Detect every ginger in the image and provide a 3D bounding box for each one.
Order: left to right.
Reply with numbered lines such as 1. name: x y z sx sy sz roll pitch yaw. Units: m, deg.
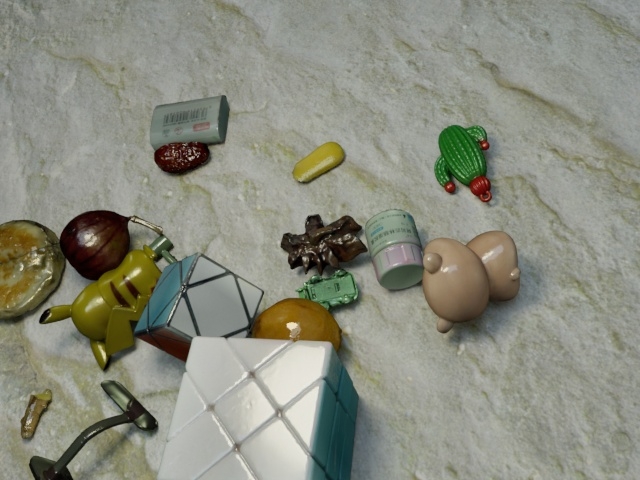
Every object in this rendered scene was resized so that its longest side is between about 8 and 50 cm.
1. ginger: -0.736 0.441 1.832 0.057 0.044 0.137 16 64 4

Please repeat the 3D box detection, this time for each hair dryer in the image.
1. hair dryer: -0.420 0.052 1.998 0.071 0.047 0.150 -44 68 -9

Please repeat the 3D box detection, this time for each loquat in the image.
1. loquat: -0.063 0.233 1.702 0.234 0.176 0.187 5 43 15

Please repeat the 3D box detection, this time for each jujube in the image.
1. jujube: -0.418 -0.251 2.149 0.165 0.104 0.104 -8 57 9

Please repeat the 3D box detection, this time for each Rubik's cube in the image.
1. Rubik's cube: -0.294 0.176 1.733 0.205 0.207 0.205 -21 42 53
2. Rubik's cube: -0.111 0.409 1.512 0.318 0.316 0.322 0 57 16

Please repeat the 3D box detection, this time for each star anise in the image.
1. star anise: 0.007 -0.002 1.860 0.220 0.099 0.214 -26 42 -2

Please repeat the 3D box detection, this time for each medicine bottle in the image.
1. medicine bottle: 0.188 0.023 1.784 0.135 0.135 0.169 -15 57 6

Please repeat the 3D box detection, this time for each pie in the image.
1. pie: -0.898 0.085 2.084 0.338 0.077 0.339 -6 60 10

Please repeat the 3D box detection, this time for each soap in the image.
1. soap: -0.010 -0.226 2.057 0.168 0.033 0.089 -30 53 -5

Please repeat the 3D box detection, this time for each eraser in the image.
1. eraser: -0.408 -0.368 2.231 0.226 0.081 0.174 -7 53 12

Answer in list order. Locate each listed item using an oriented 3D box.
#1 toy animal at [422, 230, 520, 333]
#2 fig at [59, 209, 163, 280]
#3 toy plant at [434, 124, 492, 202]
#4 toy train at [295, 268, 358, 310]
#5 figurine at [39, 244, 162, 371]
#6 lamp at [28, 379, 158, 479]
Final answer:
1. toy animal: 0.354 0.085 1.663 0.221 0.210 0.229 -6 20 17
2. fig: -0.601 -0.019 1.992 0.249 0.186 0.204 -45 40 -1
3. toy plant: 0.378 -0.203 1.906 0.154 0.088 0.241 -7 67 25
4. toy train: 0.016 0.130 1.797 0.149 0.081 0.099 -16 85 -7
5. figurine: -0.532 0.172 1.877 0.326 0.218 0.169 -36 15 0
6. lamp: -0.569 0.462 1.727 0.283 0.125 0.203 -41 47 -15
